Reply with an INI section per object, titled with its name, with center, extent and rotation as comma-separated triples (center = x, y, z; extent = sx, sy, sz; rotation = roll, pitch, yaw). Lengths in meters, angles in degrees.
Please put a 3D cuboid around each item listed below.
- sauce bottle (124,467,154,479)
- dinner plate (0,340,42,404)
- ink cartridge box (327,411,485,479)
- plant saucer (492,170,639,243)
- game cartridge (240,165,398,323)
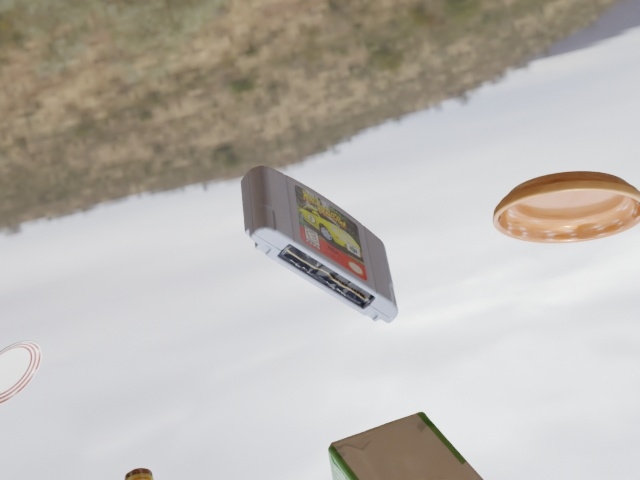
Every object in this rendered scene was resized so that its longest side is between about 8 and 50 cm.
[sauce bottle]
center = -0.223, 0.350, 1.798
extent = 0.042, 0.042, 0.128
rotation = -14, -133, -7
[dinner plate]
center = -0.532, 0.223, 2.392
extent = 0.017, 0.141, 0.141
rotation = 39, -143, 27
[ink cartridge box]
center = 0.112, 0.350, 1.436
extent = 0.117, 0.278, 0.201
rotation = -18, -151, -16
[plant saucer]
center = 0.322, -0.045, 1.828
extent = 0.200, 0.037, 0.200
rotation = -1, 160, 0
[game cartridge]
center = 0.000, 0.000, 2.270
extent = 0.060, 0.294, 0.196
rotation = -46, -150, 21
